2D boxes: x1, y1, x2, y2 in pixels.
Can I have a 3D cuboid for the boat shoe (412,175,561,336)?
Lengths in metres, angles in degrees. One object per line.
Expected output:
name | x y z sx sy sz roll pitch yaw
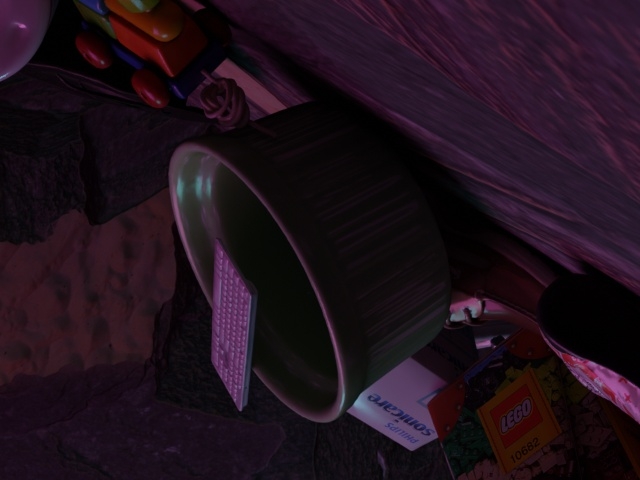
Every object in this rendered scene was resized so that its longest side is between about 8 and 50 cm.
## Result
boat shoe | 0.151 0.040 1.202 0.324 0.116 0.123 36 180 37

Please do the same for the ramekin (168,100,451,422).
ramekin | -0.009 0.011 1.136 0.303 0.148 0.303 46 152 33

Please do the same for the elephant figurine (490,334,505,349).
elephant figurine | 0.366 0.199 1.506 0.239 0.186 0.169 23 128 37

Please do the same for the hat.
hat | -0.239 -0.225 1.317 0.331 0.134 0.331 13 -176 -1

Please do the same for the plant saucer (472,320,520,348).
plant saucer | 0.179 0.143 1.957 0.400 0.400 0.101 90 171 -81

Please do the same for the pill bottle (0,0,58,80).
pill bottle | -0.334 -0.262 1.130 0.160 0.160 0.283 36 -165 -20

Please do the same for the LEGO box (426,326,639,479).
LEGO box | 0.391 0.353 1.288 0.500 0.193 0.372 33 -155 -34

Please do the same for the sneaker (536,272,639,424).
sneaker | 0.307 0.132 0.995 0.270 0.090 0.145 40 -178 20

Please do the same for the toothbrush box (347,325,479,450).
toothbrush box | 0.075 0.075 1.415 0.216 0.126 0.296 37 -147 -36

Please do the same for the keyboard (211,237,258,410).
keyboard | -0.093 0.093 1.193 0.072 0.014 0.256 51 155 24

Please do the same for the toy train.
toy train | -0.140 -0.193 1.038 0.248 0.105 0.143 35 166 30
